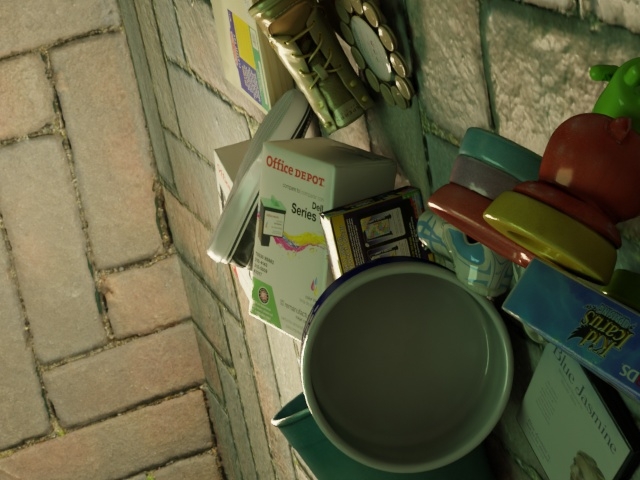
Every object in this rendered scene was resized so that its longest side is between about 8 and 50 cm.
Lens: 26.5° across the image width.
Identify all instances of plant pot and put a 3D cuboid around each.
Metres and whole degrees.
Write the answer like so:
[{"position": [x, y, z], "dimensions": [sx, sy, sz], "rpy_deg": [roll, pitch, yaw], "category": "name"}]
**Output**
[{"position": [0.111, 0.289, 1.920], "dimensions": [0.255, 0.271, 0.271], "rpy_deg": [59, 164, -1], "category": "plant pot"}]

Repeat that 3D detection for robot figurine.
[{"position": [0.282, -0.119, 1.212], "dimensions": [0.101, 0.067, 0.115], "rpy_deg": [61, 162, 17], "category": "robot figurine"}]

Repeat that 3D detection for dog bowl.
[{"position": [0.105, 0.154, 1.727], "dimensions": [0.104, 0.265, 0.265], "rpy_deg": [-122, 16, -82], "category": "dog bowl"}]

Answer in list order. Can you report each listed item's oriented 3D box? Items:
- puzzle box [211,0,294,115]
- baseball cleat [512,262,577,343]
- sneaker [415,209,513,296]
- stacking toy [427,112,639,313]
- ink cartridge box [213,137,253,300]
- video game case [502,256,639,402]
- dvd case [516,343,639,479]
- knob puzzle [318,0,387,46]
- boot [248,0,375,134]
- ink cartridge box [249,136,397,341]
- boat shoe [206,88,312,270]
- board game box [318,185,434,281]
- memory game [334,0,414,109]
[{"position": [-0.136, -0.436, 2.349], "dimensions": [0.272, 0.052, 0.409], "rpy_deg": [-134, 30, -58], "category": "puzzle box"}, {"position": [0.242, 0.008, 1.515], "dimensions": [0.109, 0.072, 0.206], "rpy_deg": [-114, 19, -66], "category": "baseball cleat"}, {"position": [0.184, -0.002, 1.685], "dimensions": [0.086, 0.085, 0.237], "rpy_deg": [-68, 20, 11], "category": "sneaker"}, {"position": [0.263, -0.018, 1.263], "dimensions": [0.279, 0.130, 0.309], "rpy_deg": [30, 179, -16], "category": "stacking toy"}, {"position": [-0.110, -0.031, 2.574], "dimensions": [0.197, 0.114, 0.273], "rpy_deg": [-121, 22, -43], "category": "ink cartridge box"}, {"position": [0.309, 0.130, 1.127], "dimensions": [0.244, 0.061, 0.269], "rpy_deg": [32, -178, -25], "category": "video game case"}, {"position": [0.300, 0.224, 1.600], "dimensions": [0.253, 0.022, 0.180], "rpy_deg": [97, 151, -56], "category": "dvd case"}, {"position": [0.036, -0.340, 1.880], "dimensions": [0.213, 0.030, 0.213], "rpy_deg": [55, 166, 20], "category": "knob puzzle"}, {"position": [-0.008, -0.252, 1.893], "dimensions": [0.203, 0.095, 0.262], "rpy_deg": [60, -177, 2], "category": "boot"}, {"position": [0.000, 0.000, 2.019], "dimensions": [0.201, 0.117, 0.278], "rpy_deg": [23, 112, 53], "category": "ink cartridge box"}, {"position": [-0.078, -0.098, 2.308], "dimensions": [0.121, 0.119, 0.335], "rpy_deg": [-95, 30, -62], "category": "boat shoe"}, {"position": [0.086, 0.024, 1.907], "dimensions": [0.048, 0.141, 0.170], "rpy_deg": [-152, 48, -68], "category": "board game box"}, {"position": [0.072, -0.258, 1.824], "dimensions": [0.186, 0.012, 0.186], "rpy_deg": [55, 167, 19], "category": "memory game"}]
